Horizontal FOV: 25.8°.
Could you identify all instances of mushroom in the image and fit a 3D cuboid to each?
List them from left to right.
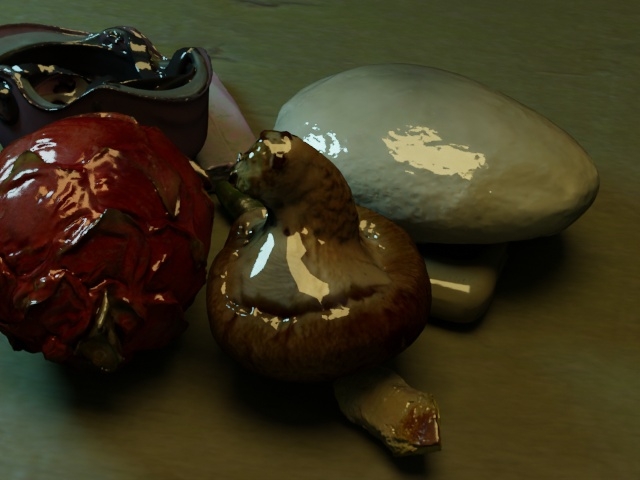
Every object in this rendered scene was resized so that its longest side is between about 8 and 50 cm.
[{"bbox_3d":[0.000,0.036,1.530,0.267,0.254,0.267,1,65,-2],"label":"mushroom"}]

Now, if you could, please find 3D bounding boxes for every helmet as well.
[{"bbox_3d":[-0.297,-0.159,1.823,0.338,0.197,0.271,13,27,25],"label":"helmet"}]

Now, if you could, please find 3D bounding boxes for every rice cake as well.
[{"bbox_3d":[-0.166,-0.169,1.974,0.106,0.050,0.298,-11,40,-20],"label":"rice cake"}]

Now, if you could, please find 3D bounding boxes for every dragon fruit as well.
[{"bbox_3d":[-0.252,-0.005,1.558,0.278,0.277,0.342,2,40,-5],"label":"dragon fruit"}]

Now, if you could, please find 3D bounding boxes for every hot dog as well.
[{"bbox_3d":[0.082,0.187,1.515,0.078,0.061,0.169,-49,49,-7],"label":"hot dog"}]

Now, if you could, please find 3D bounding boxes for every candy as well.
[{"bbox_3d":[0.153,-0.117,1.796,0.427,0.186,0.386,24,28,32],"label":"candy"}]

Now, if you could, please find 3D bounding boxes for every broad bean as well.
[{"bbox_3d":[-0.066,-0.022,1.788,0.195,0.061,0.046,22,1,38],"label":"broad bean"}]

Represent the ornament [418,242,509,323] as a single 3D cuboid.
[{"bbox_3d":[0.099,0.044,1.712,0.230,0.061,0.245,14,34,14],"label":"ornament"}]
